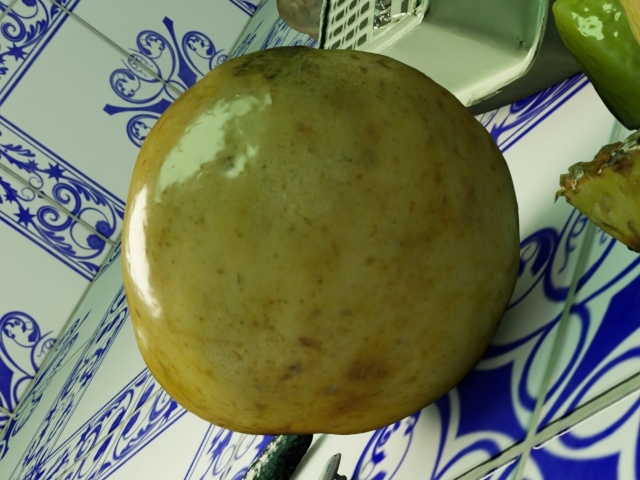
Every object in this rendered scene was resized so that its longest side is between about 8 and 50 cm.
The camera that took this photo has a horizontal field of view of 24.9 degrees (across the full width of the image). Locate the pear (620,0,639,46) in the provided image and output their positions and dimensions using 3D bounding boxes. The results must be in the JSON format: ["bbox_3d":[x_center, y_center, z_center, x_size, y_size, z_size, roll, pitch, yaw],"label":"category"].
[{"bbox_3d":[0.223,-0.160,0.732,0.178,0.178,0.178,-51,13,16],"label":"pear"}]

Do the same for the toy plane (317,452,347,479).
[{"bbox_3d":[-0.004,0.182,0.987,0.084,0.024,0.078,-53,10,-25],"label":"toy plane"}]

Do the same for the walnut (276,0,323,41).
[{"bbox_3d":[0.035,-0.335,1.797,0.224,0.224,0.224,-51,13,16],"label":"walnut"}]

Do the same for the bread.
[{"bbox_3d":[0.206,-0.129,0.874,0.114,0.111,0.129,-45,17,5],"label":"bread"}]

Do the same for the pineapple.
[{"bbox_3d":[0.186,-0.029,0.794,0.114,0.077,0.114,-16,9,10],"label":"pineapple"}]

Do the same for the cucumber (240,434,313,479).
[{"bbox_3d":[-0.048,0.190,1.113,0.133,0.032,0.032,-55,12,2],"label":"cucumber"}]

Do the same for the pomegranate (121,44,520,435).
[{"bbox_3d":[0.000,0.000,0.928,0.260,0.260,0.260,-51,13,16],"label":"pomegranate"}]

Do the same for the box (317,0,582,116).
[{"bbox_3d":[0.116,-0.215,1.174,0.290,0.166,0.220,164,115,-71],"label":"box"}]
